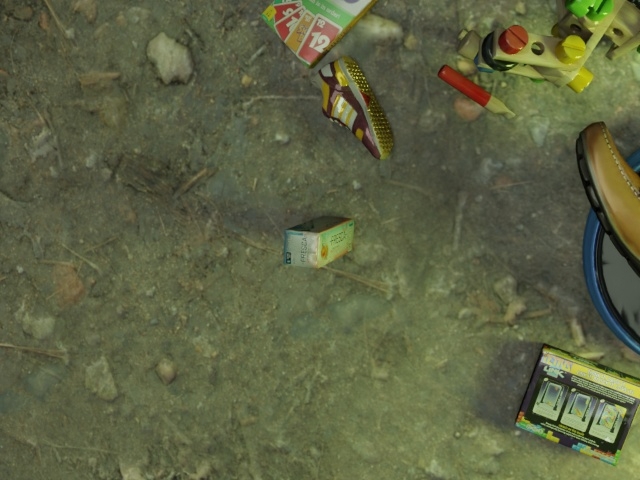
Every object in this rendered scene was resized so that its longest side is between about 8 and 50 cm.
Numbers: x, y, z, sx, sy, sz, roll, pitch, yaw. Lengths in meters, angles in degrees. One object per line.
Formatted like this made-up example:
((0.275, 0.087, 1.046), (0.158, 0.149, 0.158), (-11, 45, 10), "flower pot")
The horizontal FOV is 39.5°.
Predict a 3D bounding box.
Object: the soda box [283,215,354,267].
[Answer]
((0.000, 0.000, 1.464), (0.062, 0.183, 0.058), (6, 100, 18), "soda box")

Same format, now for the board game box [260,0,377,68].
((0.031, -0.420, 1.472), (0.259, 0.039, 0.124), (-43, 84, 16), "board game box")

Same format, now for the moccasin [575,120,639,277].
((0.491, -0.010, 1.243), (0.147, 0.139, 0.380), (-36, 87, 19), "moccasin")

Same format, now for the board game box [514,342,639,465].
((0.418, 0.263, 1.438), (0.170, 0.048, 0.141), (21, 102, 15), "board game box")

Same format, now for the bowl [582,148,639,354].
((0.592, 0.022, 1.329), (0.390, 0.077, 0.392), (3, 99, 18), "bowl")

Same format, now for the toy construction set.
((0.355, -0.282, 1.305), (0.237, 0.258, 0.309), (32, 141, -12), "toy construction set")

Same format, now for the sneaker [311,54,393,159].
((0.052, -0.210, 1.483), (0.083, 0.069, 0.186), (-27, 83, 29), "sneaker")
